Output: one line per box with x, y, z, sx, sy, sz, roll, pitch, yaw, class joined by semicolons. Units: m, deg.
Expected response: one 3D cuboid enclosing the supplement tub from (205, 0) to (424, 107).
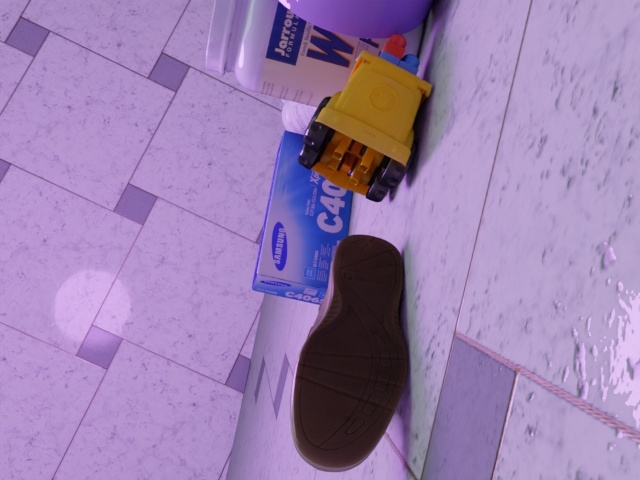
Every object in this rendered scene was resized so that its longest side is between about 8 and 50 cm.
-0.012;-0.345;1.171;0.235;0.324;0.236;-168;90;-82;supplement tub

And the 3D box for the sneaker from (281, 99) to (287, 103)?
-0.055;-0.435;2.023;0.292;0.110;0.118;58;-144;-29;sneaker

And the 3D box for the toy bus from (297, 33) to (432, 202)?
0.075;-0.186;1.030;0.220;0.149;0.212;124;170;-77;toy bus

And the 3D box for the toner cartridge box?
-0.027;-0.050;1.406;0.075;0.165;0.348;115;165;-58;toner cartridge box

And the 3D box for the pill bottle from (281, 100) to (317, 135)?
0.007;-0.280;1.465;0.229;0.131;0.131;-3;74;66;pill bottle

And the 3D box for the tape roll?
0.050;-0.425;1.037;0.090;0.274;0.275;114;166;-53;tape roll

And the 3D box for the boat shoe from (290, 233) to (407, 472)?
0.038;0.140;0.844;0.341;0.121;0.110;-71;-4;-48;boat shoe
